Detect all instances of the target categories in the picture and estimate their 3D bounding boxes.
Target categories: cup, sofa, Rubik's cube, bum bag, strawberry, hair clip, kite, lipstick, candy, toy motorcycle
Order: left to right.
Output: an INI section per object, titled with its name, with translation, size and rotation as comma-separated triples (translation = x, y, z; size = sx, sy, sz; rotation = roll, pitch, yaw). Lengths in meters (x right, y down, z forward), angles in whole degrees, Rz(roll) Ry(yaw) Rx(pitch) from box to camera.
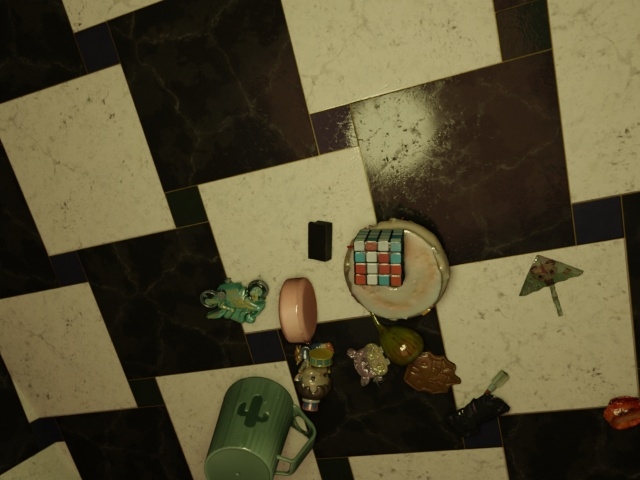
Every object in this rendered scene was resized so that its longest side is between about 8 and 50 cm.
[toy motorcycle]
translation = -0.335, 0.251, 1.841
size = 0.297, 0.109, 0.198
rotation = -7, 115, 12
[cup]
translation = -0.241, 0.772, 1.827
size = 0.401, 0.392, 0.310
rotation = -15, 109, 11
[candy]
translation = -0.081, 0.267, 1.706
size = 0.094, 0.255, 0.255
rotation = -5, 105, 13
[sofa]
translation = 0.000, 0.000, 1.716
size = 0.085, 0.060, 0.147
rotation = 8, 109, 27
[hair clip]
translation = 0.206, 0.497, 1.819
size = 0.146, 0.056, 0.187
rotation = -27, 97, 11
[Rubik's cube]
translation = 0.193, 0.052, 1.484
size = 0.155, 0.154, 0.151
rotation = -1, 105, 13
[bum bag]
translation = 0.612, 0.681, 1.786
size = 0.123, 0.060, 0.248
rotation = 43, 112, -4
[lipstick]
translation = 0.669, 0.554, 1.750
size = 0.030, 0.030, 0.129
rotation = 33, 111, 0
[kite]
translation = 0.817, 0.159, 1.611
size = 0.229, 0.012, 0.250
rotation = -23, 102, 18
[strawberry]
translation = 1.129, 0.619, 1.656
size = 0.188, 0.082, 0.121
rotation = -15, 123, 6

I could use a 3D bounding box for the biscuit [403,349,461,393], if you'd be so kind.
[biscuit]
translation = 0.445, 0.525, 1.786
size = 0.215, 0.034, 0.182
rotation = 14, 109, 8

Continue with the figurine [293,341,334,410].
[figurine]
translation = -0.022, 0.545, 1.825
size = 0.161, 0.158, 0.275
rotation = -8, 107, -27

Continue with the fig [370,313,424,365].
[fig]
translation = 0.263, 0.356, 1.720
size = 0.259, 0.151, 0.151
rotation = 41, 110, 2

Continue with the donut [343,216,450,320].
[donut]
translation = 0.268, 0.100, 1.637
size = 0.383, 0.142, 0.382
rotation = 3, 106, 11
